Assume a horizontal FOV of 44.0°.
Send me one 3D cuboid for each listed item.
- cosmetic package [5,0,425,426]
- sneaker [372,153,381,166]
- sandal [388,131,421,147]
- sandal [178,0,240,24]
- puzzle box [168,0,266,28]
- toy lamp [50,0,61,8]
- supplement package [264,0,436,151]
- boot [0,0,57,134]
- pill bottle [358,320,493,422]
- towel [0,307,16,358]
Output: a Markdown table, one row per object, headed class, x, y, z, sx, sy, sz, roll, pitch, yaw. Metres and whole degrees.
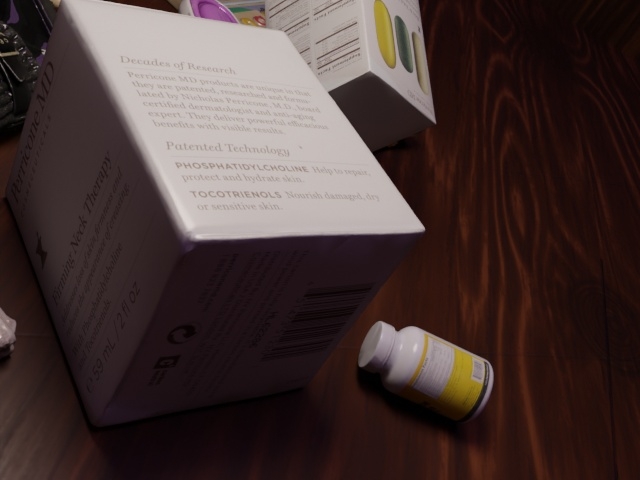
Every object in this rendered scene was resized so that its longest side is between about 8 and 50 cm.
| class | x | y | z | sx | sy | sz | roll | pitch | yaw |
| --- | --- | --- | --- | --- | --- | --- | --- | --- | --- |
| cosmetic package | -0.155 | -0.039 | 1.000 | 0.327 | 0.329 | 0.394 | -3 | 48 | -39 |
| sneaker | 0.039 | -0.134 | 1.492 | 0.123 | 0.106 | 0.290 | -25 | 68 | -10 |
| sandal | 0.141 | -0.223 | 1.698 | 0.180 | 0.049 | 0.072 | -26 | 59 | -35 |
| sandal | -0.119 | -0.297 | 1.366 | 0.169 | 0.102 | 0.416 | -12 | 60 | -51 |
| puzzle box | -0.147 | -0.530 | 1.826 | 0.272 | 0.052 | 0.409 | 44 | 36 | 14 |
| toy lamp | -0.440 | -0.421 | 1.449 | 0.274 | 0.080 | 0.080 | 20 | 37 | -17 |
| supplement package | 0.045 | -0.304 | 1.307 | 0.199 | 0.198 | 0.263 | 26 | 52 | -48 |
| boot | -0.516 | -0.305 | 1.163 | 0.348 | 0.131 | 0.260 | 53 | 38 | 5 |
| pill bottle | 0.153 | 0.189 | 1.165 | 0.184 | 0.103 | 0.103 | 26 | 36 | -11 |
| towel | -0.484 | 0.089 | 0.835 | 0.187 | 0.049 | 0.282 | 45 | 37 | 17 |
